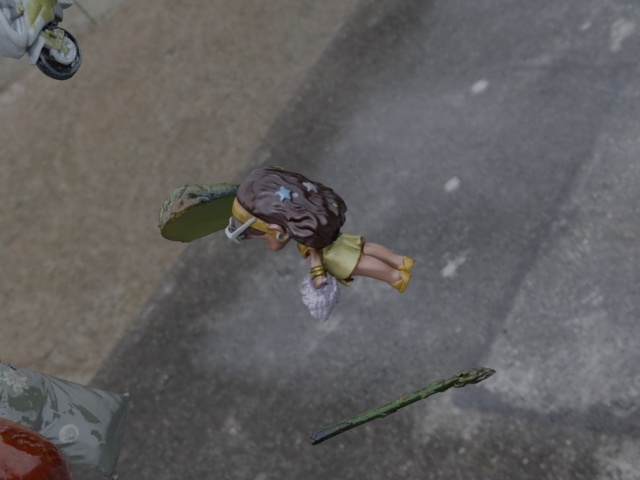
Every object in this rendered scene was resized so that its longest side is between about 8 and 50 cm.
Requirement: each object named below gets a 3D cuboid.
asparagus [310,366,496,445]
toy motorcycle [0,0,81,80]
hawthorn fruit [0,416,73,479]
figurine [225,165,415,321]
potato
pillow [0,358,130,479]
[{"bbox_3d":[0.096,0.192,1.342,0.233,0.023,0.022,-22,50,5],"label":"asparagus"},{"bbox_3d":[-0.348,-0.289,1.289,0.074,0.229,0.151,-12,2,44],"label":"toy motorcycle"},{"bbox_3d":[-0.373,0.267,1.133,0.205,0.253,0.205,-166,90,-79],"label":"hawthorn fruit"},{"bbox_3d":[-0.001,-0.001,1.421,0.116,0.240,0.175,-51,9,23],"label":"figurine"},{"bbox_3d":[-0.159,-0.052,1.652,0.054,0.198,0.119,58,137,19],"label":"potato"},{"bbox_3d":[-0.418,0.267,1.769,0.059,0.255,0.169,122,160,-48],"label":"pillow"}]
